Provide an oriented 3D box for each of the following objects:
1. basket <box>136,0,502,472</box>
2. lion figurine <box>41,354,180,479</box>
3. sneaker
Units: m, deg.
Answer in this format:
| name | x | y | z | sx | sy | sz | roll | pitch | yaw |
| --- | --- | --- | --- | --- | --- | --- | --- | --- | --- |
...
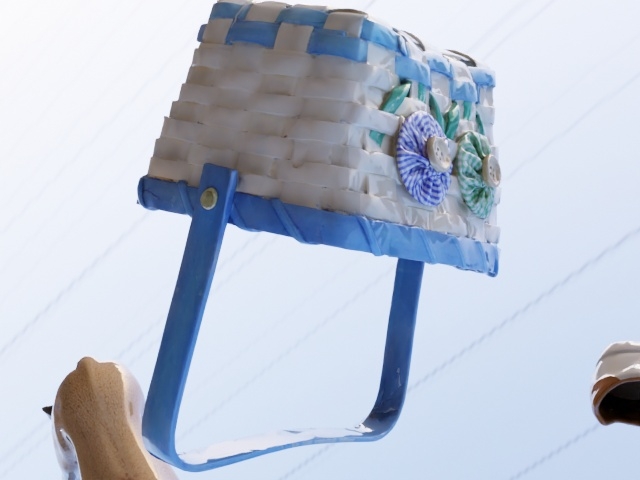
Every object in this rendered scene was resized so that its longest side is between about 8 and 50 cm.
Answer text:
| name | x | y | z | sx | sy | sz | roll | pitch | yaw |
| --- | --- | --- | --- | --- | --- | --- | --- | --- | --- |
| basket | 0.000 | 0.000 | 0.690 | 0.201 | 0.255 | 0.288 | 17 | -82 | 34 |
| lion figurine | -0.154 | 0.210 | 0.880 | 0.142 | 0.240 | 0.392 | -28 | -127 | -28 |
| sneaker | 0.436 | 0.174 | 1.137 | 0.290 | 0.105 | 0.123 | -7 | -155 | 30 |
